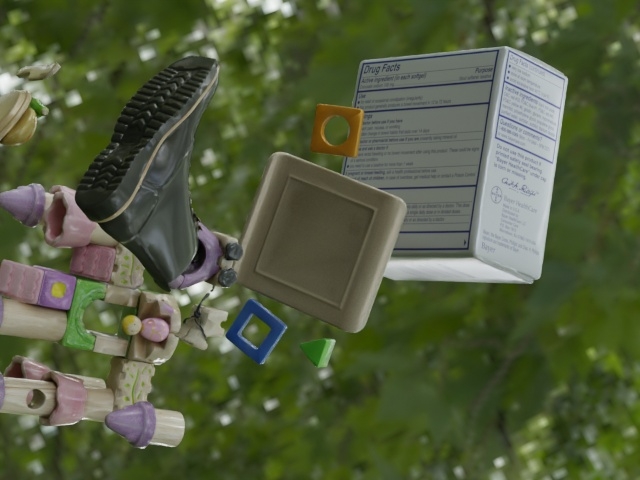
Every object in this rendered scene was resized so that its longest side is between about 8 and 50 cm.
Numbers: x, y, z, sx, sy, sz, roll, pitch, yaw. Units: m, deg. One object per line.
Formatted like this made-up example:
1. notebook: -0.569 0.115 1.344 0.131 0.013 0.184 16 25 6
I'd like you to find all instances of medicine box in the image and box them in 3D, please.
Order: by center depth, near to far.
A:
1. medicine box: 0.172 -0.099 2.489 0.263 0.149 0.289 0 -104 44

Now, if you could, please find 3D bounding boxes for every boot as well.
1. boot: -0.137 -0.064 1.749 0.077 0.198 0.137 14 -30 45

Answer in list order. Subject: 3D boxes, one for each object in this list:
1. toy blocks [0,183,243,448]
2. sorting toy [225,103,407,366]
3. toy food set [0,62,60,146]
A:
1. toy blocks: -0.297 0.082 2.134 0.309 0.260 0.289 18 -85 58
2. sorting toy: 0.000 0.000 2.342 0.196 0.047 0.348 22 -84 22
3. toy food set: -0.368 -0.120 2.099 0.038 0.192 0.132 48 -18 -23
